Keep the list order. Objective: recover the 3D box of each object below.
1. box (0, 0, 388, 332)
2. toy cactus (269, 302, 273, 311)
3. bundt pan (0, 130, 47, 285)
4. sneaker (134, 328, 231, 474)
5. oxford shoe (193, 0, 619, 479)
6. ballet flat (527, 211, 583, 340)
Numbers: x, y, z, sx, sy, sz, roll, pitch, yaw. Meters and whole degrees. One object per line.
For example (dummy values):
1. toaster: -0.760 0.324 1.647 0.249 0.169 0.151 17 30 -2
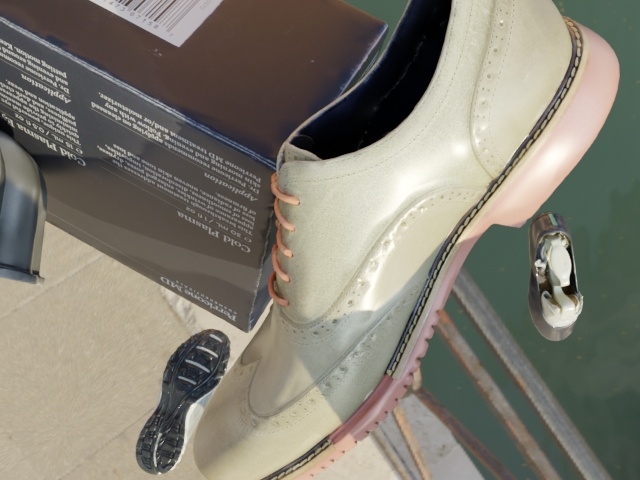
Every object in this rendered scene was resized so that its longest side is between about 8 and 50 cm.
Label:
1. box: -0.157 -0.116 0.646 0.343 0.312 0.178 29 60 4
2. toy cactus: 0.000 0.000 0.892 0.112 0.180 0.219 38 23 -4
3. bundt pan: -0.376 -0.059 0.552 0.331 0.331 0.124 16 81 -16
4. sneaker: -0.249 0.284 1.255 0.100 0.108 0.271 27 80 0
5. oxford shoe: 0.010 0.001 0.453 0.147 0.140 0.396 29 100 -29
6. ballet flat: 0.322 0.061 0.948 0.074 0.074 0.203 -21 112 -24
